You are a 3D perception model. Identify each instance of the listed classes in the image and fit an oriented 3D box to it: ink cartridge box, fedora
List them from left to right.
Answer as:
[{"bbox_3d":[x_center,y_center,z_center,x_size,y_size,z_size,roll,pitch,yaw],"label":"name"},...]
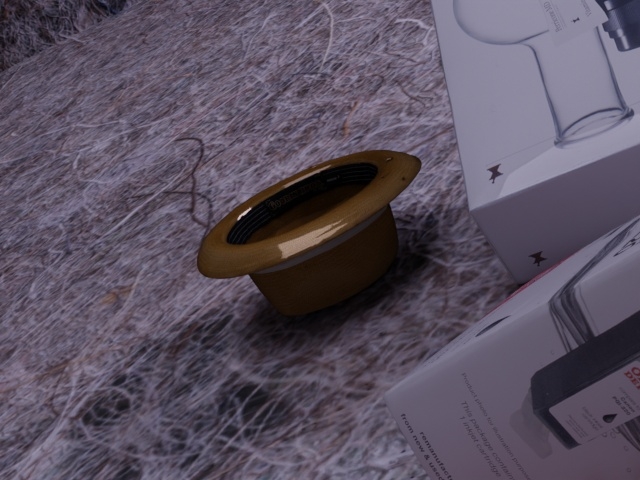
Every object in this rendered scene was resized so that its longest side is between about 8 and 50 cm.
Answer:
[{"bbox_3d":[0.000,0.000,1.003,0.194,0.079,0.194,-22,18,7],"label":"fedora"},{"bbox_3d":[0.157,0.036,0.576,0.158,0.092,0.218,-31,-3,-45],"label":"ink cartridge box"}]

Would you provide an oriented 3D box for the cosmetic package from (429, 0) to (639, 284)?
[{"bbox_3d":[0.268,-0.162,0.881,0.377,0.097,0.284,-23,46,18],"label":"cosmetic package"}]
